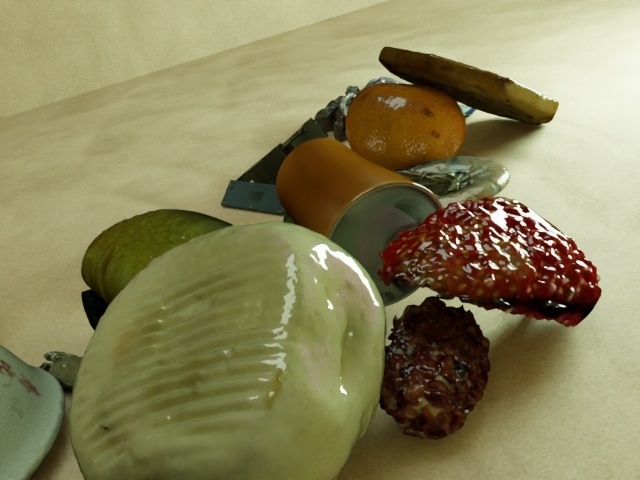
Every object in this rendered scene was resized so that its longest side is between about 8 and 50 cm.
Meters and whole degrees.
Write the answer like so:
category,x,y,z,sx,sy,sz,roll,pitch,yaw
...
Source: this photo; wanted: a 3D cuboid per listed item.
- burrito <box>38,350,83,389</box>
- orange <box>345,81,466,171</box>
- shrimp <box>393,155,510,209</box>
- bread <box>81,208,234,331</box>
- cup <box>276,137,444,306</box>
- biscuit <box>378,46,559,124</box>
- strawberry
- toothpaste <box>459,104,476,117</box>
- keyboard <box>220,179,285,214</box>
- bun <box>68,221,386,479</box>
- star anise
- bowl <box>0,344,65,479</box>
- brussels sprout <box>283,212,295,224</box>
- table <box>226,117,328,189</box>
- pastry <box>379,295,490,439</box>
category,x,y,z,sx,sy,sz,roll,pitch,yaw
burrito,-0.324,0.185,1.277,0.188,0.045,0.058,5,38,35
orange,0.153,-0.198,1.677,0.224,0.170,0.224,7,13,-2
shrimp,0.189,-0.082,1.544,0.254,0.059,0.145,-9,34,4
bread,-0.180,0.068,1.272,0.251,0.208,0.376,-22,20,-25
cup,0.064,-0.035,1.285,0.226,0.182,0.264,7,23,-29
biscuit,0.274,-0.283,1.719,0.359,0.046,0.359,19,6,-2
strawberry,0.202,0.014,1.067,0.233,0.138,0.306,16,2,25
toothpaste,0.230,-0.273,1.959,0.216,0.037,0.062,6,34,37
keyboard,-0.120,-0.082,1.744,0.176,0.014,0.055,9,71,44
bun,-0.083,0.154,0.952,0.361,0.213,0.361,-25,44,26
star anise,0.083,-0.285,2.007,0.230,0.081,0.262,-24,26,5
bowl,-0.556,0.215,1.131,0.434,0.196,0.435,-17,26,8
brussels sprout,0.000,-0.002,1.440,0.139,0.101,0.181,8,23,13
table,-0.086,-0.152,1.839,0.175,0.062,0.146,-38,6,39
pastry,0.126,0.144,1.029,0.115,0.097,0.208,-12,22,19
